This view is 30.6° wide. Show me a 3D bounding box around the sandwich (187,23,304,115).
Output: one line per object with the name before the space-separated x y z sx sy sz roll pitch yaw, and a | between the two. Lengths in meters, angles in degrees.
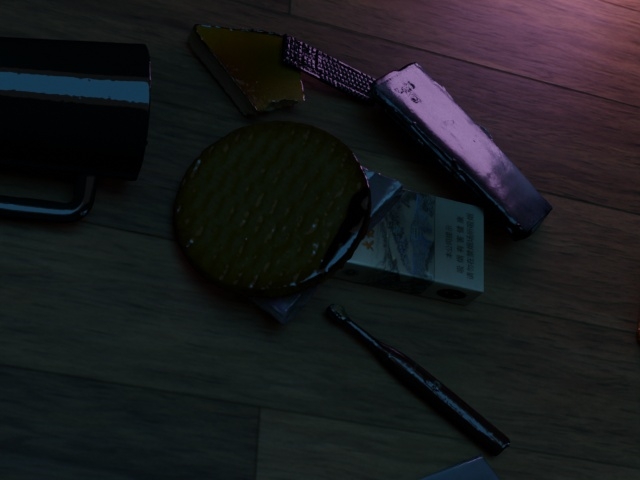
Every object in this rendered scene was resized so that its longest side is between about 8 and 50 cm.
sandwich | -0.126 -0.282 1.999 0.193 0.058 0.162 5 64 -23

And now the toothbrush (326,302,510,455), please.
toothbrush | 0.154 0.219 1.873 0.364 0.041 0.041 39 57 0

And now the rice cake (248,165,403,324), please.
rice cake | 0.000 -0.002 1.857 0.106 0.050 0.298 35 73 23

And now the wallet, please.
wallet | 0.254 -0.161 2.066 0.379 0.046 0.191 47 33 6

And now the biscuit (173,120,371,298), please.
biscuit | -0.078 -0.052 1.843 0.318 0.040 0.317 -3 60 5

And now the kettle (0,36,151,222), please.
kettle | -0.427 -0.182 1.777 0.308 0.262 0.203 2 29 -18

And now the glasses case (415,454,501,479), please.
glasses case | 0.160 0.416 1.777 0.266 0.056 0.105 -15 47 -28

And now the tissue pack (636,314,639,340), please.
tissue pack | 0.726 0.140 2.085 0.275 0.145 0.194 25 57 -8

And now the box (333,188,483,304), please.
box | 0.147 0.001 1.961 0.257 0.069 0.164 12 61 -16

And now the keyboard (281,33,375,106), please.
keyboard | 0.017 -0.298 2.056 0.204 0.013 0.061 23 55 -32
